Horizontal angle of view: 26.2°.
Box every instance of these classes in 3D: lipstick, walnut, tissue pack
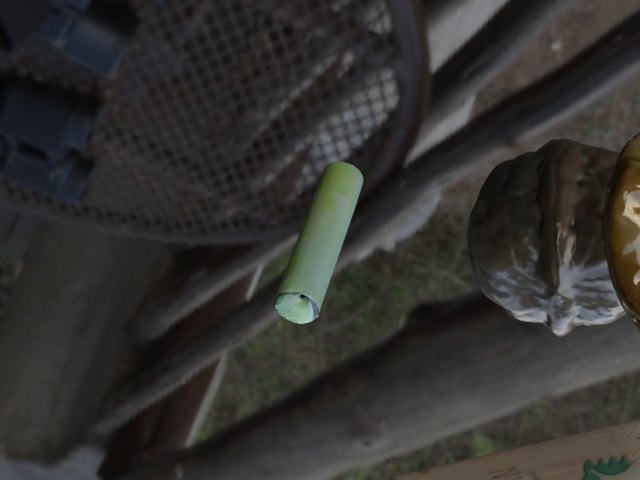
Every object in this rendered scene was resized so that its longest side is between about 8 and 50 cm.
[{"bbox_3d":[0.000,0.000,2.194,0.076,0.304,0.076,12,140,10],"label":"lipstick"},{"bbox_3d":[0.262,-0.001,1.471,0.224,0.224,0.224,17,154,9],"label":"walnut"},{"bbox_3d":[0.250,0.271,1.373,0.325,0.170,0.071,-11,127,-11],"label":"tissue pack"}]

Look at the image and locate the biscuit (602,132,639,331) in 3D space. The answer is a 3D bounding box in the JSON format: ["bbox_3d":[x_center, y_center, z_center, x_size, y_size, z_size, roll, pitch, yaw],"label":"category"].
[{"bbox_3d":[0.358,0.020,1.093,0.274,0.213,0.091,11,-170,12],"label":"biscuit"}]
